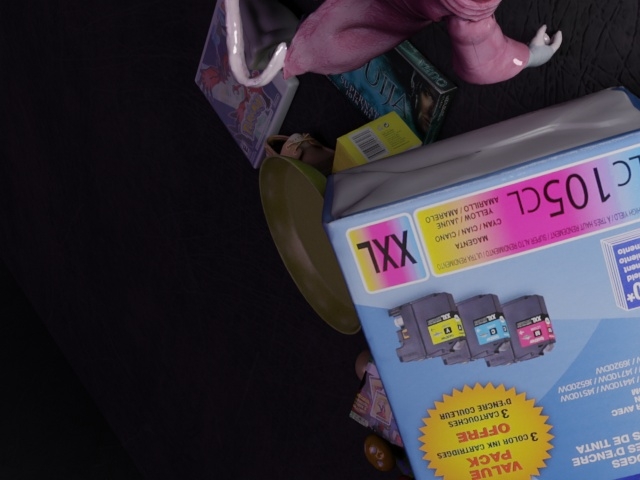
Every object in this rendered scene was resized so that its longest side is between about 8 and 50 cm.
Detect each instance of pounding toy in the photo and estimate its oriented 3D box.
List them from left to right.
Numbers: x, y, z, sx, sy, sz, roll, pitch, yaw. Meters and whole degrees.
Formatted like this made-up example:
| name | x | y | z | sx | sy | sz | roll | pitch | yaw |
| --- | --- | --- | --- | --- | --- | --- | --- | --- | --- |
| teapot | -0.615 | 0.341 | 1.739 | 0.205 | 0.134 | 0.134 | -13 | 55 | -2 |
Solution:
| name | x | y | z | sx | sy | sz | roll | pitch | yaw |
| --- | --- | --- | --- | --- | --- | --- | --- | --- | --- |
| pounding toy | 0.114 | 0.271 | 1.278 | 0.183 | 0.110 | 0.237 | 4 | 120 | 60 |

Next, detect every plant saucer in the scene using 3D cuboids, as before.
| name | x | y | z | sx | sy | sz | roll | pitch | yaw |
| --- | --- | --- | --- | --- | --- | --- | --- | --- | --- |
| plant saucer | 0.000 | 0.000 | 1.167 | 0.241 | 0.037 | 0.241 | 51 | 156 | 33 |

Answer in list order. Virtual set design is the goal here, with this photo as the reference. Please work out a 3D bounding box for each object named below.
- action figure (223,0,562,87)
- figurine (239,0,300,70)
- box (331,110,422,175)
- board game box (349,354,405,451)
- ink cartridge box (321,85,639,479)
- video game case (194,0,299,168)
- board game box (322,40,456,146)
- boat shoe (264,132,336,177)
| name | x | y | z | sx | sy | sz | roll | pitch | yaw |
| --- | --- | --- | --- | --- | --- | --- | --- | --- | --- |
| action figure | 0.082 | -0.256 | 0.828 | 0.370 | 0.275 | 0.248 | -150 | 49 | -65 |
| figurine | -0.077 | -0.349 | 1.188 | 0.209 | 0.092 | 0.215 | 62 | 152 | 21 |
| box | 0.055 | -0.051 | 1.147 | 0.058 | 0.087 | 0.232 | 53 | 159 | 22 |
| board game box | 0.162 | 0.222 | 1.163 | 0.259 | 0.030 | 0.136 | 28 | 111 | 27 |
| ink cartridge box | 0.191 | 0.102 | 0.816 | 0.151 | 0.270 | 0.396 | -79 | -30 | -67 |
| video game case | -0.112 | -0.230 | 1.379 | 0.183 | 0.023 | 0.201 | 55 | 149 | 17 |
| board game box | 0.074 | -0.187 | 1.111 | 0.186 | 0.026 | 0.126 | 49 | 147 | 26 |
| boat shoe | -0.029 | -0.116 | 1.290 | 0.170 | 0.063 | 0.059 | 10 | 126 | 56 |
